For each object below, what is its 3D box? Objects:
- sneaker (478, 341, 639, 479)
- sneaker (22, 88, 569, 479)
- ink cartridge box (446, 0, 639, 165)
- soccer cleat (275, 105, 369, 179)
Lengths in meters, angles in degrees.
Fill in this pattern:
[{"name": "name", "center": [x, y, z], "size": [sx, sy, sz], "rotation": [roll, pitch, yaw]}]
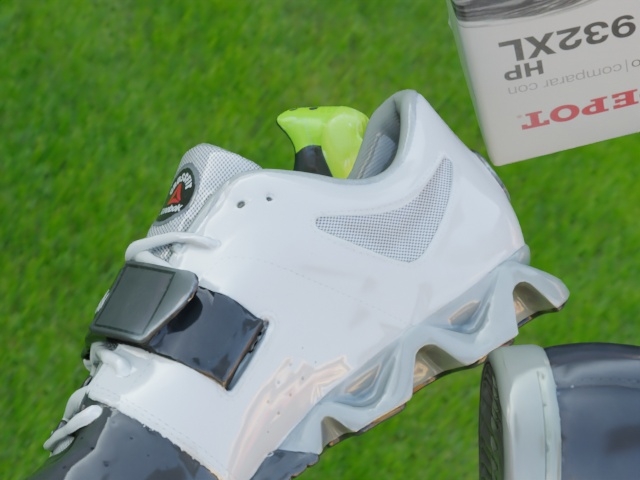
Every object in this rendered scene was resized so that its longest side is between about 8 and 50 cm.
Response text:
[{"name": "sneaker", "center": [0.107, 0.134, 0.538], "size": [0.118, 0.222, 0.083], "rotation": [-1, 28, 0]}, {"name": "sneaker", "center": [-0.054, 0.043, 0.766], "size": [0.330, 0.122, 0.146], "rotation": [-32, 95, -30]}, {"name": "ink cartridge box", "center": [0.161, -0.200, 0.908], "size": [0.223, 0.307, 0.129], "rotation": [-14, 51, 5]}, {"name": "soccer cleat", "center": [0.000, 0.000, 1.124], "size": [0.072, 0.179, 0.060], "rotation": [9, 20, 17]}]
